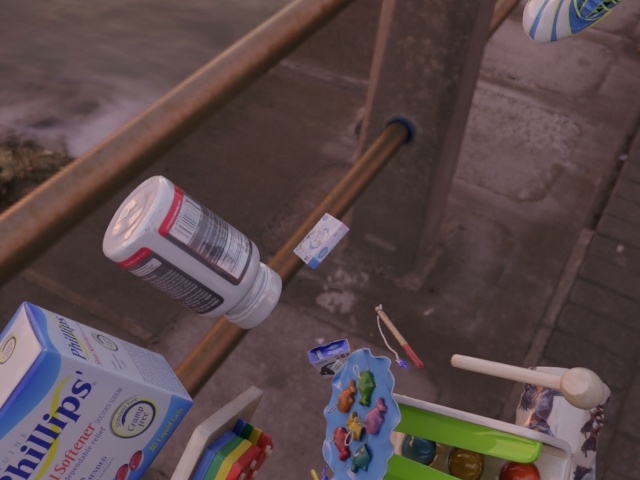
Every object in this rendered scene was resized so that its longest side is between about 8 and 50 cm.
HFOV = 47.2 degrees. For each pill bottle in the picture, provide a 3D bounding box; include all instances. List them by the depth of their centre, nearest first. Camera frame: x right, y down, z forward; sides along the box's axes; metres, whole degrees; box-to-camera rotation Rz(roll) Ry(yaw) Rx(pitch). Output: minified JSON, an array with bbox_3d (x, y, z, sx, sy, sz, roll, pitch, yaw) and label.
[{"bbox_3d":[-0.227,0.036,1.371,0.319,0.176,0.176,38,34,-30],"label":"pill bottle"}]

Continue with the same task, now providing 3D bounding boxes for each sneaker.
[{"bbox_3d":[0.324,-0.304,0.824,0.091,0.240,0.126,48,34,-5],"label":"sneaker"}]

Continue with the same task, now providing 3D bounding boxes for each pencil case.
[{"bbox_3d":[0.418,0.418,1.302,0.183,0.160,0.410,41,52,-29],"label":"pencil case"}]

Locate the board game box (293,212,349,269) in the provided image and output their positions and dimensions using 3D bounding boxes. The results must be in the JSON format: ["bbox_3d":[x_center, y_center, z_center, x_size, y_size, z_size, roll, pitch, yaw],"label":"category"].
[{"bbox_3d":[0.000,0.000,1.240,0.090,0.020,0.090,-50,21,-1],"label":"board game box"}]

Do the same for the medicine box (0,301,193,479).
[{"bbox_3d":[-0.402,0.281,1.153,0.263,0.289,0.149,-55,43,2],"label":"medicine box"}]

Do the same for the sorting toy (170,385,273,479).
[{"bbox_3d":[-0.162,0.389,1.159,0.089,0.257,0.255,27,9,11],"label":"sorting toy"}]

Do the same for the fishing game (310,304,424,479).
[{"bbox_3d":[0.040,0.219,0.915,0.041,0.264,0.189,14,20,-23],"label":"fishing game"}]

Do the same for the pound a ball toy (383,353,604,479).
[{"bbox_3d":[0.202,0.250,0.944,0.319,0.136,0.208,4,71,45],"label":"pound a ball toy"}]

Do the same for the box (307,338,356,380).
[{"bbox_3d":[0.029,0.231,1.426,0.081,0.136,0.028,-20,61,7],"label":"box"}]
